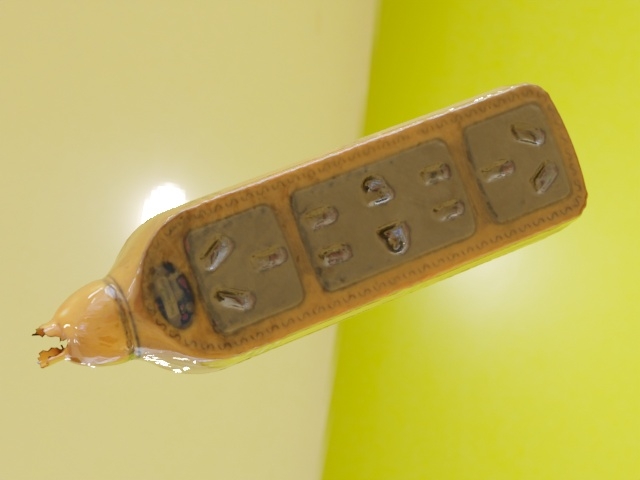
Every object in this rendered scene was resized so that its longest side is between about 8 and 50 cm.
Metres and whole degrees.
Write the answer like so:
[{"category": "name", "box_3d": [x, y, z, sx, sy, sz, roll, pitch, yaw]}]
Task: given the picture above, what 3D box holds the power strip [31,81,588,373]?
[{"category": "power strip", "box_3d": [0.000, 0.000, 0.536, 0.178, 0.028, 0.049, -21, -91, -19]}]
